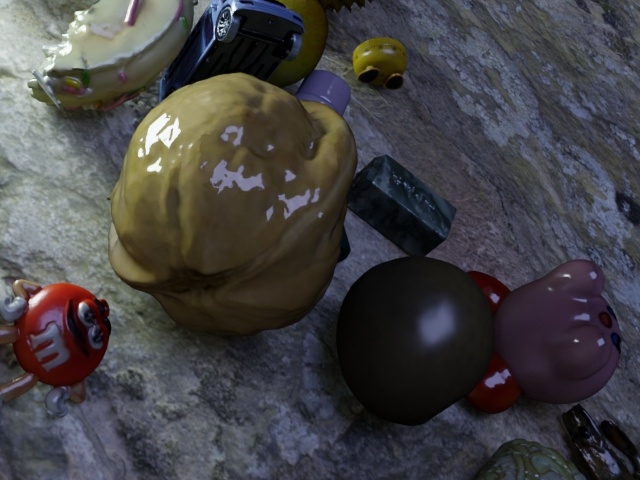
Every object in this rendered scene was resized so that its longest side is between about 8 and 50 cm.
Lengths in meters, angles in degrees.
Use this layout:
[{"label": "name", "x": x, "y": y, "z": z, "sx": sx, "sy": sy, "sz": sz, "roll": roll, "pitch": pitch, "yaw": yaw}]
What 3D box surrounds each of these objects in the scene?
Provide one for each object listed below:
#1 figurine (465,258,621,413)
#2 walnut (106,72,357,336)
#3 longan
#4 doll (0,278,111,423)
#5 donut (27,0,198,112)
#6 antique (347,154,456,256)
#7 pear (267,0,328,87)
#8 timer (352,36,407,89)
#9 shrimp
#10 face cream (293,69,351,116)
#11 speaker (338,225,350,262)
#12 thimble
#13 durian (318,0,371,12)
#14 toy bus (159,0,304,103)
[{"label": "figurine", "x": 0.393, "y": 0.177, "z": 1.680, "sx": 0.211, "sy": 0.261, "sz": 0.270, "roll": 45, "pitch": 37, "yaw": -44}, {"label": "walnut", "x": -0.117, "y": -0.049, "z": 1.369, "sx": 0.383, "sy": 0.383, "sz": 0.384, "roll": 19, "pitch": 53, "yaw": -26}, {"label": "longan", "x": 0.143, "y": 0.151, "z": 1.474, "sx": 0.258, "sy": 0.258, "sz": 0.258, "roll": 19, "pitch": 53, "yaw": -26}, {"label": "doll", "x": -0.344, "y": 0.135, "z": 1.229, "sx": 0.217, "sy": 0.085, "sz": 0.183, "roll": -20, "pitch": 102, "yaw": -45}, {"label": "donut", "x": -0.357, "y": -0.378, "z": 1.488, "sx": 0.307, "sy": 0.150, "sz": 0.371, "roll": -23, "pitch": 77, "yaw": -25}, {"label": "antique", "x": 0.139, "y": -0.062, "z": 1.715, "sx": 0.183, "sy": 0.086, "sz": 0.088, "roll": 36, "pitch": 46, "yaw": -12}, {"label": "pear", "x": -0.088, "y": -0.353, "z": 1.665, "sx": 0.200, "sy": 0.200, "sz": 0.200, "roll": 19, "pitch": 53, "yaw": -26}, {"label": "timer", "x": 0.113, "y": -0.354, "z": 1.873, "sx": 0.107, "sy": 0.107, "sz": 0.109, "roll": 13, "pitch": 59, "yaw": -30}, {"label": "shrimp", "x": 0.532, "y": 0.391, "z": 1.738, "sx": 0.173, "sy": 0.058, "sz": 0.253, "roll": -27, "pitch": 83, "yaw": -52}, {"label": "face cream", "x": -0.037, "y": -0.168, "z": 1.665, "sx": 0.154, "sy": 0.096, "sz": 0.274, "roll": 34, "pitch": 60, "yaw": -18}, {"label": "speaker", "x": 0.000, "y": -0.002, "z": 1.593, "sx": 0.094, "sy": 0.060, "sz": 0.075, "roll": 2, "pitch": 60, "yaw": -35}, {"label": "thimble", "x": 0.328, "y": 0.409, "z": 1.501, "sx": 0.190, "sy": 0.137, "sz": 0.143, "roll": 32, "pitch": 37, "yaw": 20}, {"label": "durian", "x": -0.020, "y": -0.589, "z": 1.764, "sx": 0.347, "sy": 0.347, "sz": 0.384, "roll": -31, "pitch": 82, "yaw": -44}, {"label": "toy bus", "x": -0.146, "y": -0.286, "z": 1.508, "sx": 0.125, "sy": 0.292, "sz": 0.133, "roll": 10, "pitch": 54, "yaw": -31}]
